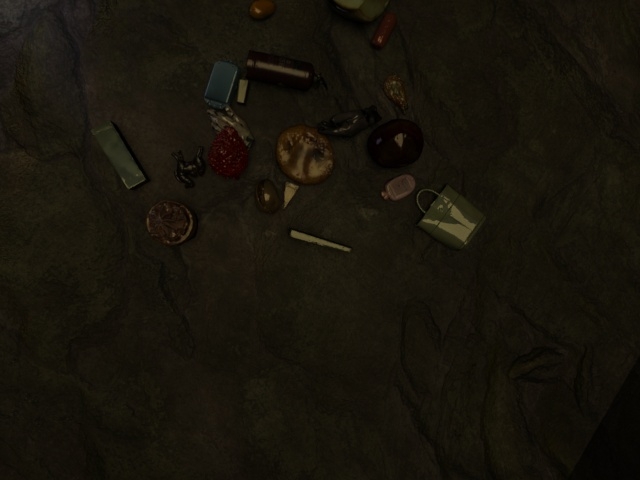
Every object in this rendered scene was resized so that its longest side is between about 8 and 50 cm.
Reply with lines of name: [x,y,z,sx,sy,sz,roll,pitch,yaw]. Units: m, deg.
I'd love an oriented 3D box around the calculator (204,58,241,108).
calculator: [-0.405,-0.647,1.733,0.121,0.039,0.210,18,92,10]

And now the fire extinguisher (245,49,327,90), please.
fire extinguisher: [-0.135,-0.685,1.728,0.338,0.114,0.135,9,53,-7]

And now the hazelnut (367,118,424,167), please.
hazelnut: [0.316,-0.418,1.760,0.234,0.218,0.218,-7,95,-5]

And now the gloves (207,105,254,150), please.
gloves: [-0.376,-0.460,1.725,0.212,0.111,0.127,34,116,-30]

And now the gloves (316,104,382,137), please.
gloves: [0.123,-0.500,1.772,0.286,0.142,0.119,-14,70,-4]

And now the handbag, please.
handbag: [0.560,-0.117,1.886,0.315,0.109,0.241,36,89,6]

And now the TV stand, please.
TV stand: [-0.809,-0.341,1.708,0.088,0.083,0.269,-29,96,-5]

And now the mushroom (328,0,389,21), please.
mushroom: [0.165,-1.054,1.738,0.217,0.212,0.291,27,107,36]

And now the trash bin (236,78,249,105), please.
trash bin: [-0.324,-0.615,1.746,0.043,0.061,0.092,11,94,-6]

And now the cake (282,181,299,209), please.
cake: [-0.134,-0.187,1.806,0.065,0.052,0.121,9,93,-9]

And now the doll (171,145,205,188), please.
doll: [-0.545,-0.303,1.753,0.139,0.057,0.165,-11,104,-7]

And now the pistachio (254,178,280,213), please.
pistachio: [-0.225,-0.185,1.774,0.113,0.113,0.149,-5,90,-6]

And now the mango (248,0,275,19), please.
mango: [-0.240,-0.956,1.730,0.114,0.057,0.078,-19,89,-7]

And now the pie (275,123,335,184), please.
pie: [-0.063,-0.365,1.790,0.274,0.069,0.273,-1,96,-8]

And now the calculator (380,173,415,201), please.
calculator: [0.346,-0.233,1.867,0.166,0.024,0.103,-29,97,-4]

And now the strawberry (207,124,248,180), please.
strawberry: [-0.359,-0.343,1.690,0.174,0.228,0.098,16,50,-22]

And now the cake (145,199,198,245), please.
cake: [-0.606,-0.069,1.706,0.208,0.178,0.185,31,90,-10]

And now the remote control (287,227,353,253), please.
remote control: [0.000,0.000,1.802,0.286,0.123,0.038,16,95,-5]

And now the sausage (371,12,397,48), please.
sausage: [0.272,-0.894,1.786,0.062,0.062,0.154,27,91,-7]

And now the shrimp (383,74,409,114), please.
shrimp: [0.338,-0.634,1.828,0.091,0.043,0.184,-28,91,4]
